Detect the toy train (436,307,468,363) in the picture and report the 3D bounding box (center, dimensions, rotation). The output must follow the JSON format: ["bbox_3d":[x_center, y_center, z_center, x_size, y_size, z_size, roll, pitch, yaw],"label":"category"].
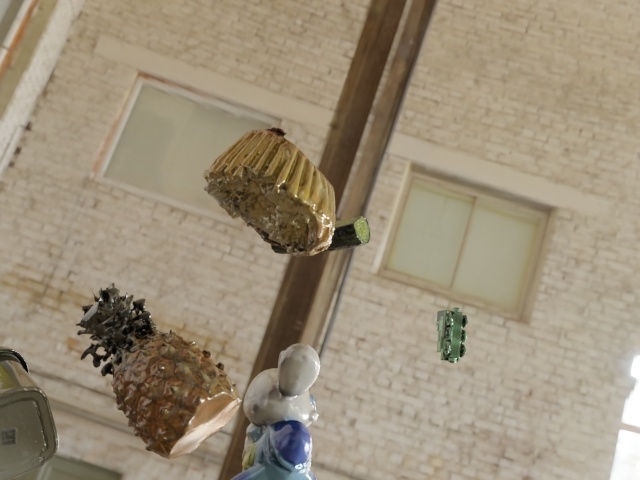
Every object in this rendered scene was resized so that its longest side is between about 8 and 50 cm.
[{"bbox_3d":[0.194,0.142,1.442,0.033,0.083,0.053,11,-13,-19],"label":"toy train"}]

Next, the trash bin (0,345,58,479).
[{"bbox_3d":[-0.648,0.350,1.923,0.250,0.220,0.219,16,-59,54],"label":"trash bin"}]

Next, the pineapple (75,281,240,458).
[{"bbox_3d":[-0.241,0.162,1.347,0.279,0.158,0.158,48,-11,21],"label":"pineapple"}]

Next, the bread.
[{"bbox_3d":[-0.082,-0.087,1.839,0.274,0.149,0.274,29,-19,11],"label":"bread"}]

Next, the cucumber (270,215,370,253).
[{"bbox_3d":[0.002,0.002,2.100,0.211,0.062,0.078,-15,9,27],"label":"cucumber"}]

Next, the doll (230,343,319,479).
[{"bbox_3d":[-0.076,0.399,1.910,0.187,0.366,0.376,4,-17,9],"label":"doll"}]
